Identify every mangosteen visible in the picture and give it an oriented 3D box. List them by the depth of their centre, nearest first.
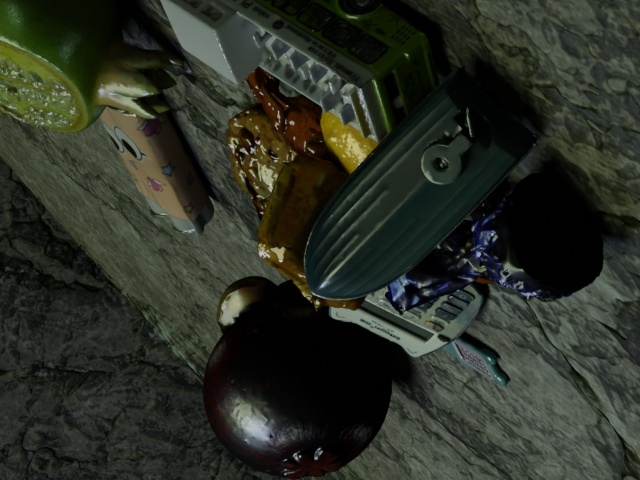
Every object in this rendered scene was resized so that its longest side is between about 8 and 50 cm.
[{"bbox_3d":[-0.044,0.206,2.344,0.307,0.307,0.347,73,-178,-55],"label":"mangosteen"}]

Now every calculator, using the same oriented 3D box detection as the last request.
[{"bbox_3d":[0.110,0.072,1.906,0.177,0.040,0.268,26,155,-6],"label":"calculator"},{"bbox_3d":[0.198,0.150,2.022,0.141,0.019,0.094,31,159,46],"label":"calculator"}]

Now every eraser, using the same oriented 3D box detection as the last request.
[{"bbox_3d":[-0.281,-0.150,2.442,0.171,0.087,0.290,35,159,42],"label":"eraser"}]

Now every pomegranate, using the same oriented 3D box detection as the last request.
[{"bbox_3d":[-0.368,-0.300,2.155,0.359,0.216,0.309,14,157,7],"label":"pomegranate"}]

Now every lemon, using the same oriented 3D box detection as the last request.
[{"bbox_3d":[0.058,-0.121,1.590,0.155,0.114,0.114,54,163,-4],"label":"lemon"}]

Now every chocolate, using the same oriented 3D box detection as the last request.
[{"bbox_3d":[0.165,0.008,1.579,0.126,0.148,0.343,18,168,-22],"label":"chocolate"}]

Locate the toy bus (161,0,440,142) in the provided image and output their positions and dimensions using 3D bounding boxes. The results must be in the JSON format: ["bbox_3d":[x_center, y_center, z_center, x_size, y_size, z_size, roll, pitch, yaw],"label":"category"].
[{"bbox_3d":[-0.022,-0.214,1.533,0.302,0.139,0.113,35,162,33],"label":"toy bus"}]

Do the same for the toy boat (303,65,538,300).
[{"bbox_3d":[0.082,-0.039,1.488,0.114,0.122,0.296,45,121,1],"label":"toy boat"}]

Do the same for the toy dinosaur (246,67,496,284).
[{"bbox_3d":[0.036,-0.102,1.733,0.432,0.097,0.208,46,173,16],"label":"toy dinosaur"}]

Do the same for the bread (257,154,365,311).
[{"bbox_3d":[0.002,0.001,1.683,0.077,0.139,0.271,22,173,21],"label":"bread"}]

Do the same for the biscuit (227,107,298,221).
[{"bbox_3d":[-0.016,-0.036,2.039,0.334,0.081,0.289,43,161,20],"label":"biscuit"}]
